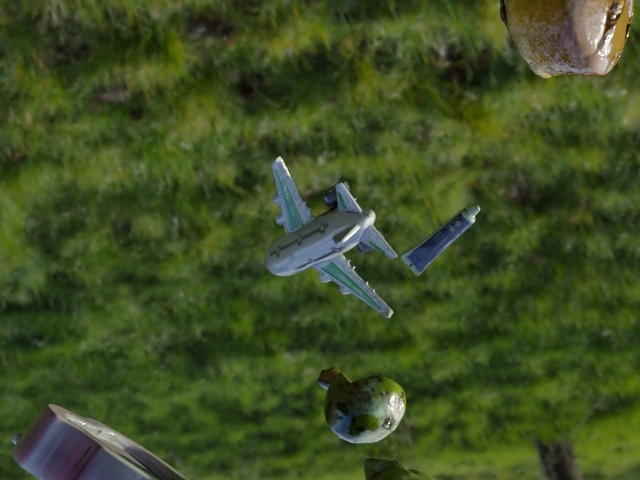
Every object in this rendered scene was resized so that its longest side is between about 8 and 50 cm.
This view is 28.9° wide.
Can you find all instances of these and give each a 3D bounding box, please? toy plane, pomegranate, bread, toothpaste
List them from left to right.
[{"bbox_3d":[0.003,-0.003,1.628,0.101,0.251,0.255,-41,-170,-31],"label":"toy plane"},{"bbox_3d":[0.059,0.294,2.194,0.169,0.122,0.143,14,159,27],"label":"pomegranate"},{"bbox_3d":[0.164,-0.004,1.661,0.140,0.037,0.021,-43,180,32],"label":"toothpaste"},{"bbox_3d":[0.343,-0.346,1.671,0.142,0.269,0.195,-10,147,34],"label":"bread"}]

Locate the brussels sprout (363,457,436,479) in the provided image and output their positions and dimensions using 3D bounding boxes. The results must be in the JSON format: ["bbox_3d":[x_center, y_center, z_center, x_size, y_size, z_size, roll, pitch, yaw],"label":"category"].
[{"bbox_3d":[0.077,0.579,1.995,0.425,0.361,0.342,-37,125,-11],"label":"brussels sprout"}]

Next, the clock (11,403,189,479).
[{"bbox_3d":[-0.339,0.384,2.025,0.102,0.338,0.338,-57,163,-6],"label":"clock"}]
